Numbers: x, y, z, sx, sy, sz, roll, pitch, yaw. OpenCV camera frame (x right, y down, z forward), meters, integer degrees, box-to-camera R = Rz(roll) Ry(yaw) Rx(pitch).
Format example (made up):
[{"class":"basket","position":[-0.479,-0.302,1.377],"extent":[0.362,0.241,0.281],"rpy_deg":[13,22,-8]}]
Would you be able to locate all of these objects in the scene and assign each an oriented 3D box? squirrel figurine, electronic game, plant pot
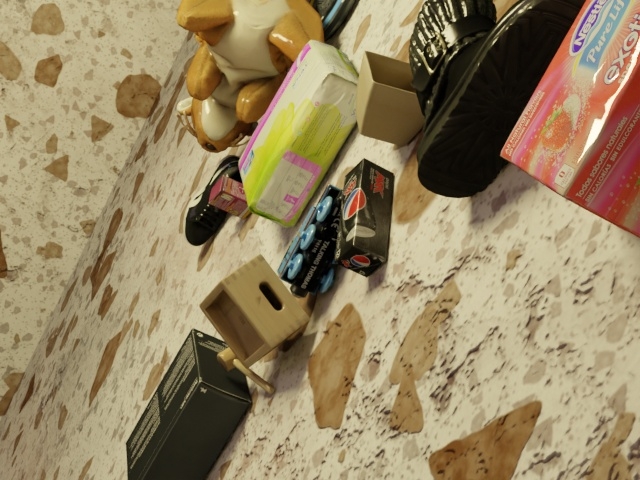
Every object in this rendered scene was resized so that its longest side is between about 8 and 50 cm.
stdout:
[{"class":"squirrel figurine","position":[-0.165,-0.381,2.205],"extent":[0.370,0.281,0.397],"rpy_deg":[110,167,-47]},{"class":"electronic game","position":[0.024,-0.498,2.166],"extent":[0.229,0.048,0.229],"rpy_deg":[-51,25,34]},{"class":"plant pot","position":[0.105,-0.203,1.581],"extent":[0.109,0.109,0.096],"rpy_deg":[-99,26,-56]}]

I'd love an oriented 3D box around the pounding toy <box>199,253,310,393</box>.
[{"class":"pounding toy","position":[-0.098,0.143,1.675],"extent":[0.094,0.181,0.206],"rpy_deg":[-35,-4,-30]}]

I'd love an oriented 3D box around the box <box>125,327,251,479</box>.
[{"class":"box","position":[-0.230,0.311,1.811],"extent":[0.261,0.103,0.184],"rpy_deg":[-59,19,16]}]

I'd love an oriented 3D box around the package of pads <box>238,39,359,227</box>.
[{"class":"package of pads","position":[-0.037,-0.192,1.901],"extent":[0.296,0.101,0.229],"rpy_deg":[-59,21,18]}]

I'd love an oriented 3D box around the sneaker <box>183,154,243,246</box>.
[{"class":"sneaker","position":[-0.222,-0.077,2.248],"extent":[0.217,0.079,0.121],"rpy_deg":[-62,19,6]}]

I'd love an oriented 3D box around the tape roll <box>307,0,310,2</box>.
[{"class":"tape roll","position":[-0.057,-0.580,2.395],"extent":[0.275,0.090,0.275],"rpy_deg":[-51,26,36]}]

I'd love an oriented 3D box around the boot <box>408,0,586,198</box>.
[{"class":"boot","position":[0.217,-0.245,1.304],"extent":[0.348,0.131,0.260],"rpy_deg":[-47,28,42]}]

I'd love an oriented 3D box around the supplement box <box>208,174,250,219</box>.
[{"class":"supplement box","position":[-0.174,-0.086,2.138],"extent":[0.055,0.083,0.043],"rpy_deg":[-42,31,45]}]

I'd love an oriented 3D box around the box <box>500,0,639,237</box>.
[{"class":"box","position":[0.314,-0.161,0.960],"extent":[0.300,0.142,0.154],"rpy_deg":[-61,20,11]}]

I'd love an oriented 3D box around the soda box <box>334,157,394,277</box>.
[{"class":"soda box","position":[0.064,-0.035,1.541],"extent":[0.053,0.060,0.169],"rpy_deg":[-43,30,44]}]

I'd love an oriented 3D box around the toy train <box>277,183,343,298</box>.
[{"class":"toy train","position":[0.000,0.000,1.638],"extent":[0.184,0.080,0.105],"rpy_deg":[-63,15,6]}]
